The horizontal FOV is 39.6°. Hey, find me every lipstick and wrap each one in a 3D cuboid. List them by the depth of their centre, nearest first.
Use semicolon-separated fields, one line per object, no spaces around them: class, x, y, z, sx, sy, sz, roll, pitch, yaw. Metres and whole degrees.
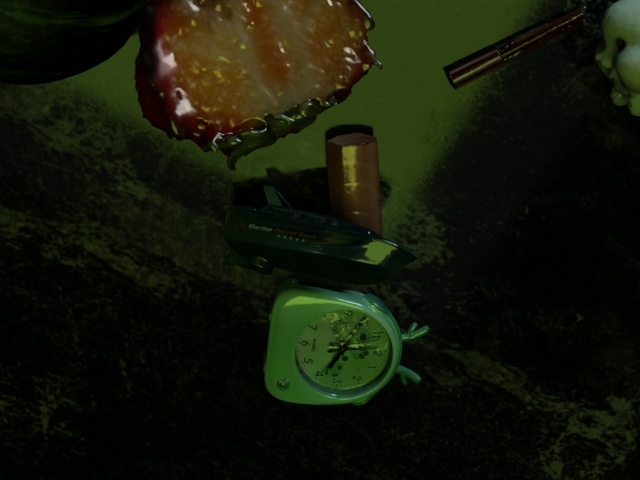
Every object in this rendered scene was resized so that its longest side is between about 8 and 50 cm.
lipstick;0.234;-0.230;1.055;0.176;0.027;0.027;-26;108;6

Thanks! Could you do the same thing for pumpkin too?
pumpkin;-0.285;-0.310;0.859;0.241;0.323;0.323;3;111;-27

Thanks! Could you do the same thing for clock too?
clock;0.033;0.138;1.158;0.210;0.066;0.159;8;109;-5

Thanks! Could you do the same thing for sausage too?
sausage;0.043;-0.044;1.098;0.065;0.065;0.169;-5;110;0

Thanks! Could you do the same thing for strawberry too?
strawberry;-0.106;-0.220;0.988;0.253;0.150;0.280;-42;92;-12

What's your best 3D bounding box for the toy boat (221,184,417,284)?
toy boat;0.000;0.000;1.050;0.246;0.093;0.103;10;72;27

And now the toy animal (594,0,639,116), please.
toy animal;0.416;-0.208;1.013;0.178;0.127;0.193;-31;106;7
